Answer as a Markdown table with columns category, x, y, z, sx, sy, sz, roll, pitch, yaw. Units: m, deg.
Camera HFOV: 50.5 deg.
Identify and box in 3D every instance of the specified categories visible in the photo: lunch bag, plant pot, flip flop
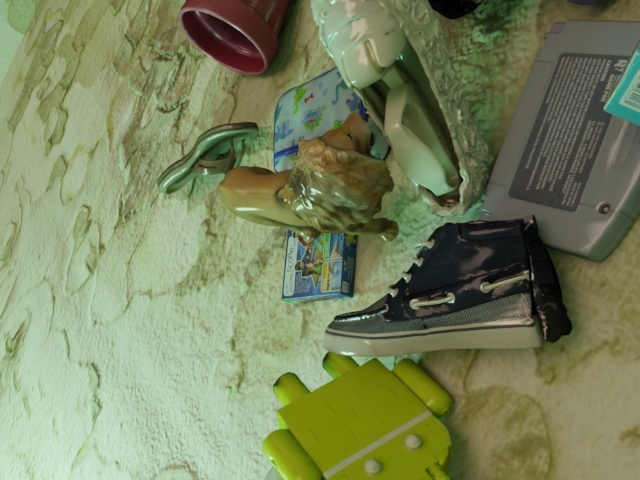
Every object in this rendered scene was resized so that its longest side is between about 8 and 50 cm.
| category | x | y | z | sx | sy | sz | roll | pitch | yaw |
| --- | --- | --- | --- | --- | --- | --- | --- | --- | --- |
| lunch bag | 0.015 | -0.192 | 1.154 | 0.219 | 0.090 | 0.176 | -10 | 71 | 43 |
| plant pot | -0.151 | -0.460 | 1.350 | 0.201 | 0.201 | 0.180 | 15 | 72 | 46 |
| flip flop | -0.223 | -0.156 | 1.372 | 0.277 | 0.112 | 0.080 | -32 | 81 | 30 |

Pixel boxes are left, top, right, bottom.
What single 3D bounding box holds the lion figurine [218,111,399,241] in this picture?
| category | x | y | z | sx | sy | sz | roll | pitch | yaw |
| --- | --- | --- | --- | --- | --- | --- | --- | --- | --- |
| lion figurine | -0.041 | -0.067 | 0.994 | 0.392 | 0.240 | 0.142 | -8 | 77 | 42 |

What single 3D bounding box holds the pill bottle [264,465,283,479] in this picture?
| category | x | y | z | sx | sy | sz | roll | pitch | yaw |
| --- | --- | --- | --- | --- | --- | --- | --- | --- | --- |
| pill bottle | -0.067 | 0.481 | 0.911 | 0.204 | 0.204 | 0.361 | 38 | 102 | 45 |

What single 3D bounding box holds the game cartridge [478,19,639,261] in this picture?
| category | x | y | z | sx | sy | sz | roll | pitch | yaw |
| --- | --- | --- | --- | --- | --- | --- | --- | --- | --- |
| game cartridge | 0.330 | -0.129 | 0.848 | 0.196 | 0.060 | 0.294 | 22 | 92 | 50 |

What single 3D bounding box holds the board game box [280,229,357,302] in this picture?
| category | x | y | z | sx | sy | sz | roll | pitch | yaw |
| --- | --- | --- | --- | --- | --- | --- | --- | --- | --- |
| board game box | 0.000 | 0.000 | 1.136 | 0.136 | 0.035 | 0.201 | -9 | 69 | 42 |

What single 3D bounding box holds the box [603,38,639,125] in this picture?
| category | x | y | z | sx | sy | sz | roll | pitch | yaw |
| --- | --- | --- | --- | --- | --- | --- | --- | --- | --- |
| box | 0.390 | -0.242 | 0.724 | 0.060 | 0.100 | 0.244 | 28 | 71 | 14 |

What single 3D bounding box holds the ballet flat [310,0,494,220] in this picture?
| category | x | y | z | sx | sy | sz | roll | pitch | yaw |
| --- | --- | --- | --- | --- | --- | --- | --- | --- | --- |
| ballet flat | 0.103 | -0.196 | 0.860 | 0.147 | 0.409 | 0.147 | -31 | 21 | 13 |

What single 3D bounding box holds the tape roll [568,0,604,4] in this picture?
| category | x | y | z | sx | sy | sz | roll | pitch | yaw |
| --- | --- | --- | --- | --- | --- | --- | --- | --- | --- |
| tape roll | 0.346 | -0.392 | 0.825 | 0.189 | 0.189 | 0.080 | -44 | 51 | 24 |

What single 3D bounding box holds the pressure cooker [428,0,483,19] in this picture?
| category | x | y | z | sx | sy | sz | roll | pitch | yaw |
| --- | --- | --- | --- | --- | --- | --- | --- | --- | --- |
| pressure cooker | 0.201 | -0.565 | 0.900 | 0.420 | 0.376 | 0.369 | -46 | 46 | 29 |

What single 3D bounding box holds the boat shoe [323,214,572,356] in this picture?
| category | x | y | z | sx | sy | sz | roll | pitch | yaw |
| --- | --- | --- | --- | --- | --- | --- | --- | --- | --- |
| boat shoe | 0.143 | 0.060 | 0.887 | 0.341 | 0.127 | 0.158 | -10 | 90 | 33 |

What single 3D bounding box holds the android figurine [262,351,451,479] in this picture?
| category | x | y | z | sx | sy | sz | roll | pitch | yaw |
| --- | --- | --- | --- | --- | --- | --- | --- | --- | --- |
| android figurine | 0.056 | 0.248 | 0.881 | 0.273 | 0.248 | 0.056 | 42 | 147 | 47 |
